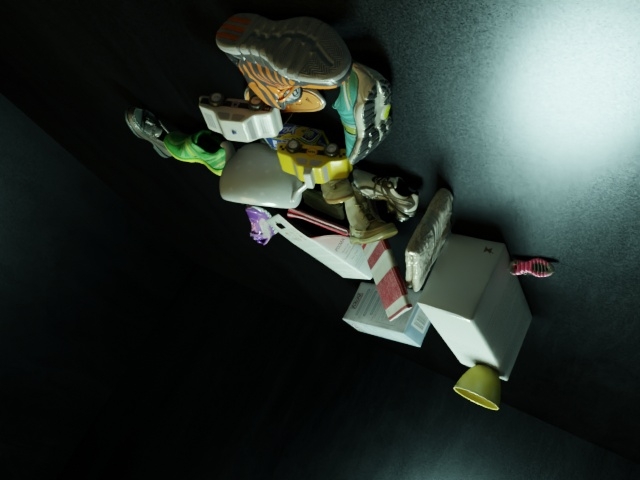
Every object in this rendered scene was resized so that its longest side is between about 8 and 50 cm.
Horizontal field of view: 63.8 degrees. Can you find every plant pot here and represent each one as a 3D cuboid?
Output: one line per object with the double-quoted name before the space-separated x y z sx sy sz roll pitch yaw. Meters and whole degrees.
"plant pot" 0.473 0.421 1.511 0.134 0.095 0.134 26 162 9

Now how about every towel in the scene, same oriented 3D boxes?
"towel" 0.008 -0.117 1.637 0.148 0.027 0.110 25 163 16
"towel" 0.180 0.057 1.489 0.237 0.037 0.329 102 150 -73
"towel" -0.003 -0.058 1.627 0.198 0.031 0.275 20 -177 1
"towel" 0.272 0.010 1.299 0.049 0.187 0.282 25 163 20

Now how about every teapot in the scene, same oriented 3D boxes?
"teapot" -0.158 -0.196 1.451 0.255 0.187 0.252 7 -173 -13

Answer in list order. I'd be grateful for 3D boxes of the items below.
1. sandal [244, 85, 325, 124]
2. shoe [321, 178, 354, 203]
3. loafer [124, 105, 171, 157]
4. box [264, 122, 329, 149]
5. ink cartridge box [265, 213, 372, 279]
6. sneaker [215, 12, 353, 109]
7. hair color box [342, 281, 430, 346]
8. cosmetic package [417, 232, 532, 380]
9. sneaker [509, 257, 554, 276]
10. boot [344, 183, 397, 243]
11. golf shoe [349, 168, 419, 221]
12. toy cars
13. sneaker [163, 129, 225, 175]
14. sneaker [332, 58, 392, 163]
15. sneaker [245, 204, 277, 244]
"sandal" -0.104 -0.312 1.195 0.265 0.076 0.102 11 154 47
"shoe" 0.032 -0.150 1.333 0.219 0.076 0.058 -116 1 -66
"loafer" -0.556 -0.373 1.758 0.084 0.096 0.267 2 161 17
"box" -0.064 -0.258 1.317 0.168 0.054 0.059 18 159 31
"ink cartridge box" 0.000 0.000 1.829 0.384 0.091 0.308 36 170 -11
"sneaker" -0.048 -0.335 1.011 0.321 0.125 0.180 32 170 33
"hair color box" 0.273 0.288 2.067 0.113 0.186 0.374 39 161 -29
"cosmetic package" 0.456 0.201 1.468 0.161 0.230 0.453 15 157 38
"sneaker" 0.542 0.071 1.302 0.057 0.047 0.119 15 174 -34
"boot" 0.120 -0.077 1.352 0.213 0.077 0.165 172 85 -70
"golf shoe" 0.164 -0.138 1.288 0.198 0.077 0.094 35 135 14
"toy cars" -0.103 -0.220 1.199 0.393 0.087 0.176 27 150 -25
"sneaker" -0.383 -0.308 1.649 0.295 0.109 0.124 22 139 26
"sneaker" 0.082 -0.261 1.057 0.110 0.107 0.275 45 163 19
"sneaker" -0.248 -0.059 2.075 0.095 0.105 0.236 23 160 25
